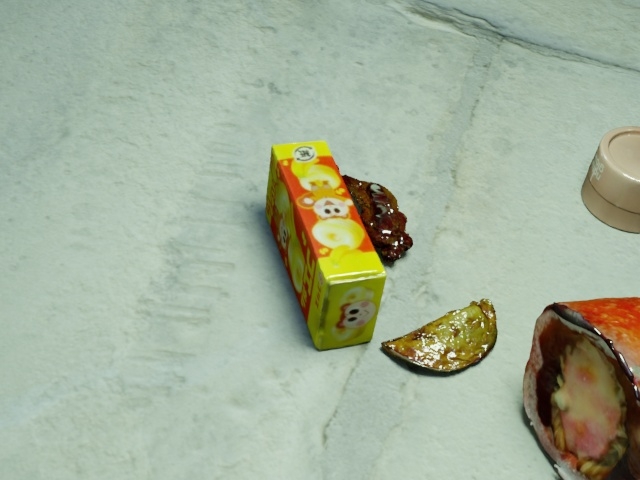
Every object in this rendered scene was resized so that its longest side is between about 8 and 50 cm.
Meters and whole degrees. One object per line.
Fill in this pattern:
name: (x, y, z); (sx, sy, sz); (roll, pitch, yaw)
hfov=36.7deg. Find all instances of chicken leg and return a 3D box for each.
chicken leg: (0.079, -0.048, 1.467); (0.090, 0.048, 0.219); (-6, 47, -19)

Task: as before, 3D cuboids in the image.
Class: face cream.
face cream: (0.505, -0.099, 1.550); (0.149, 0.104, 0.149); (5, 45, -5)

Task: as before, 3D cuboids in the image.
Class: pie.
pie: (0.184, 0.133, 1.318); (0.191, 0.033, 0.088); (-21, 56, -27)

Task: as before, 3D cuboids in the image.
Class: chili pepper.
chili pepper: (0.433, 0.177, 1.182); (0.306, 0.229, 0.251); (-9, 31, -17)

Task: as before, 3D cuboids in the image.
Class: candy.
candy: (0.000, 0.000, 1.341); (0.088, 0.146, 0.276); (-7, 45, -17)
